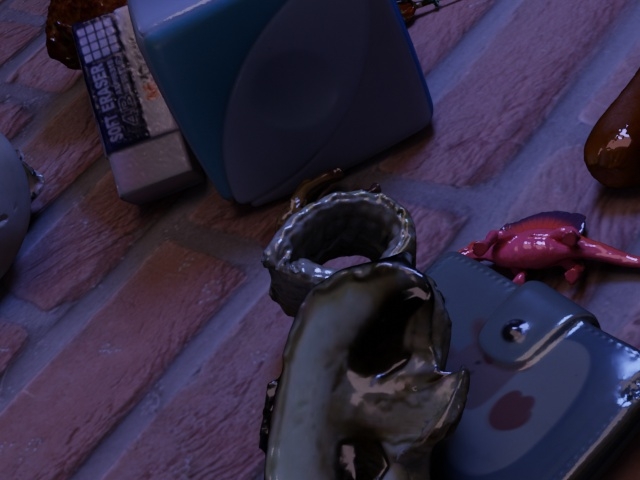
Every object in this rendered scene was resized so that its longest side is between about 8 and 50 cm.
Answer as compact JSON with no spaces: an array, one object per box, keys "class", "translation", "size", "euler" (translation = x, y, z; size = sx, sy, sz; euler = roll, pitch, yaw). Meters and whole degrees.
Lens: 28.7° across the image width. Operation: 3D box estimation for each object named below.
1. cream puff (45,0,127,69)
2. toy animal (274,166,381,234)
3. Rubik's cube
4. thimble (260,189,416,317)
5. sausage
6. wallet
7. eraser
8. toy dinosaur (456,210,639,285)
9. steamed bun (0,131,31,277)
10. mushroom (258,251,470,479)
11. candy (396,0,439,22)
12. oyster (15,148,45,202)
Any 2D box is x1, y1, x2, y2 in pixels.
[{"class":"cream puff","translation":[-0.313,-0.416,2.128],"size":[0.350,0.229,0.350],"euler":[-19,11,4]},{"class":"toy animal","translation":[-0.009,0.000,1.672],"size":[0.149,0.054,0.275],"euler":[1,44,28]},{"class":"Rubik's cube","translation":[-0.063,-0.306,1.816],"size":[0.352,0.352,0.347],"euler":[-21,38,5]},{"class":"thimble","translation":[0.023,0.031,1.506],"size":[0.190,0.143,0.137],"euler":[-16,64,-9]},{"class":"sausage","translation":[0.428,-0.176,1.590],"size":[0.089,0.083,0.300],"euler":[15,52,42]},{"class":"wallet","translation":[0.187,0.152,1.361],"size":[0.252,0.083,0.360],"euler":[-44,41,-12]},{"class":"eraser","translation":[-0.279,-0.210,1.919],"size":[0.130,0.086,0.287],"euler":[-20,79,10]},{"class":"toy dinosaur","translation":[0.300,-0.003,1.502],"size":[0.286,0.070,0.139],"euler":[-7,20,22]},{"class":"steamed bun","translation":[-0.591,-0.053,1.899],"size":[0.324,0.324,0.206],"euler":[-14,-2,17]},{"class":"mushroom","translation":[0.058,0.194,1.289],"size":[0.247,0.130,0.344],"euler":[-16,64,33]},{"class":"candy","translation":[0.189,-0.388,2.021],"size":[0.184,0.049,0.056],"euler":[-14,46,4]},{"class":"oyster","translation":[-0.590,-0.080,2.094],"size":[0.354,0.107,0.201],"euler":[21,78,30]}]
